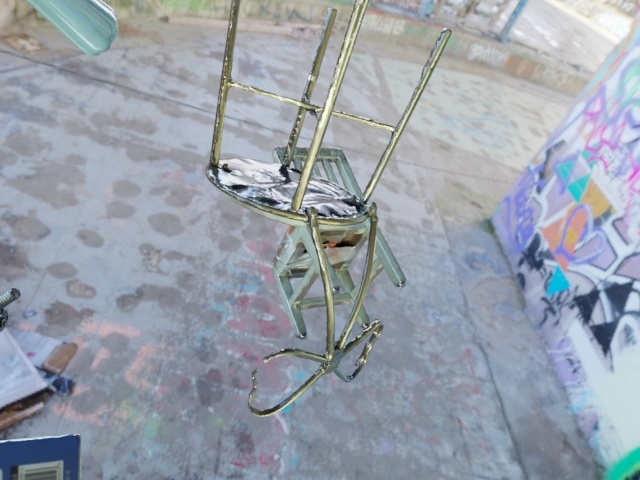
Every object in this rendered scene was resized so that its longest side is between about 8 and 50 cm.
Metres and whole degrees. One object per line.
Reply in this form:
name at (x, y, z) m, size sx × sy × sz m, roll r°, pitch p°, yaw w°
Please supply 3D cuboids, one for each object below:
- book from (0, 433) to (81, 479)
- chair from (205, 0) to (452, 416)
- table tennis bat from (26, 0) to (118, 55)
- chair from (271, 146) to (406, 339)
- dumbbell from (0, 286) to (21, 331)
book at (-0.468, 0.369, 0.548) m, size 0.427 × 0.039 × 0.300 m, roll 9°, pitch 62°, yaw -37°
chair at (-0.018, -0.040, 0.468) m, size 0.170 × 0.326 × 0.159 m, roll 28°, pitch 21°, yaw 32°
table tennis bat at (-0.213, -0.191, 0.325) m, size 0.038 × 0.149 × 0.237 m, roll 24°, pitch -5°, yaw 28°
chair at (0.000, 0.000, 0.862) m, size 0.136 × 0.147 × 0.271 m, roll -5°, pitch 55°, yaw -31°
dumbbell at (-0.580, 0.143, 0.883) m, size 0.082 × 0.253 × 0.082 m, roll 55°, pitch 15°, yaw -22°
